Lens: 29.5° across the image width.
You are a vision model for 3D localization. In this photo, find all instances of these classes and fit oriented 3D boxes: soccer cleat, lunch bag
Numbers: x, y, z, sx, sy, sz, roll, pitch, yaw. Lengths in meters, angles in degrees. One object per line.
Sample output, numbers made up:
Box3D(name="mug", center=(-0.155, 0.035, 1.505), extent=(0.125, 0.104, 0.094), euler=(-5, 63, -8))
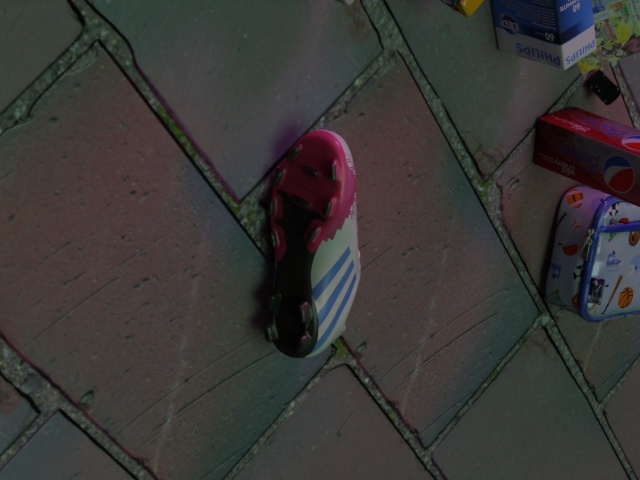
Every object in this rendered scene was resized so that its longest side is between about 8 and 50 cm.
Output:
Box3D(name="soccer cleat", center=(0.000, 0.000, 1.658), extent=(0.143, 0.116, 0.331), euler=(-21, 126, -52))
Box3D(name="lunch bag", center=(0.521, 0.009, 2.108), extent=(0.303, 0.115, 0.243), euler=(-6, 111, -41))

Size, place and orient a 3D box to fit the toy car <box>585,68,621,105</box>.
Box3D(name="toy car", center=(0.478, -0.281, 1.969), extent=(0.122, 0.060, 0.040), euler=(-63, 167, 10))

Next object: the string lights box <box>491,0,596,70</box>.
Box3D(name="string lights box", center=(0.303, -0.381, 1.709), extent=(0.076, 0.133, 0.260), euler=(-35, 130, -25))

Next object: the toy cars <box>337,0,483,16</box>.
Box3D(name="toy cars", center=(0.072, -0.386, 1.543), extent=(0.393, 0.087, 0.176), euler=(-3, 107, -37))

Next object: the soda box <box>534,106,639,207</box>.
Box3D(name="soda box", center=(0.457, -0.125, 1.875), extent=(0.092, 0.263, 0.083), euler=(-19, 122, -33))

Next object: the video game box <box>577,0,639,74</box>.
Box3D(name="video game box", center=(0.451, -0.367, 1.836), extent=(0.187, 0.048, 0.205), euler=(-21, 133, 14))
